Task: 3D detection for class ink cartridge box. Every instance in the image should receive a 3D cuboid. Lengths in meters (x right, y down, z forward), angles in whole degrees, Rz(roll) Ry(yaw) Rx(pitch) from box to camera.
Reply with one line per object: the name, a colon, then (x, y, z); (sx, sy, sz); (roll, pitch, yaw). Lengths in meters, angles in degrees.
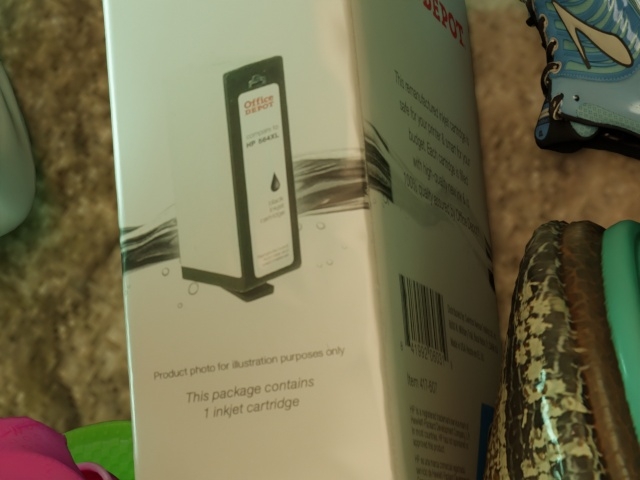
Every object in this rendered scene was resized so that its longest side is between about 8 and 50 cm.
ink cartridge box: (0.000, 0.000, 0.605); (0.086, 0.148, 0.203); (-10, 76, 17)

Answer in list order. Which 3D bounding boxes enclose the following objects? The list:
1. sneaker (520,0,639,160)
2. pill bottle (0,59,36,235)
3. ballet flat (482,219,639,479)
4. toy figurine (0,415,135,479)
sneaker: (0.091, -0.067, 0.638); (0.073, 0.063, 0.162); (-45, 70, 8)
pill bottle: (-0.241, -0.019, 0.680); (0.245, 0.136, 0.136); (-24, 73, 7)
ballet flat: (0.136, 0.231, 0.525); (0.182, 0.164, 0.483); (-37, 74, 20)
toy figurine: (-0.094, 0.123, 0.592); (0.130, 0.159, 0.173); (-12, 68, 14)
